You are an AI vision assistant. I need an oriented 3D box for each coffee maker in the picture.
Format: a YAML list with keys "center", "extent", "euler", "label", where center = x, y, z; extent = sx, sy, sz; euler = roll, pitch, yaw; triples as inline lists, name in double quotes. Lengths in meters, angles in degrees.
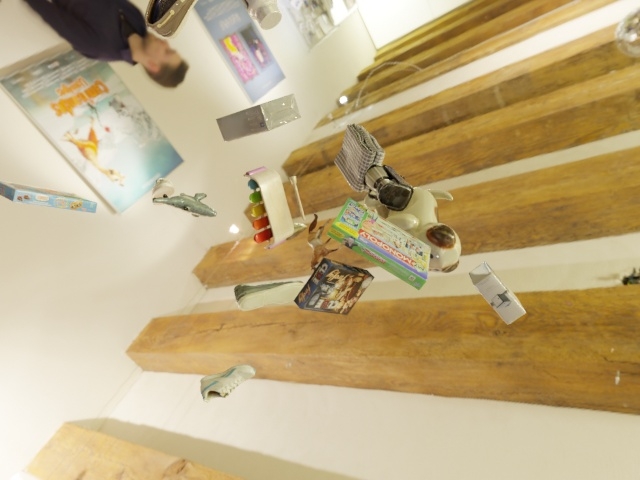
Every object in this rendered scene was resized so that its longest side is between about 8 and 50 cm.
- center: [0.256, -0.192, 1.453]
  extent: [0.171, 0.120, 0.178]
  euler: [-9, -146, -12]
  label: "coffee maker"

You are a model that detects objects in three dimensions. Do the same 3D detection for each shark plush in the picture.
- center: [-0.353, -0.099, 1.079]
  extent: [0.073, 0.161, 0.067]
  euler: [-55, -135, 10]
  label: "shark plush"

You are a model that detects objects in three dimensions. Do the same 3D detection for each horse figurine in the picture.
- center: [0.000, 0.000, 1.839]
  extent: [0.174, 0.066, 0.263]
  euler: [-41, -133, 19]
  label: "horse figurine"

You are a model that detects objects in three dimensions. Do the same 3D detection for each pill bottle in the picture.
- center: [-0.203, -0.793, 1.345]
  extent: [0.107, 0.180, 0.108]
  euler: [-28, 177, -2]
  label: "pill bottle"

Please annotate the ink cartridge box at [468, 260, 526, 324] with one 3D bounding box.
- center: [0.632, 0.186, 1.480]
  extent: [0.082, 0.191, 0.139]
  euler: [-42, -177, 19]
  label: "ink cartridge box"

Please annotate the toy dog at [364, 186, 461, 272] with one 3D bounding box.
- center: [0.418, -0.026, 1.716]
  extent: [0.395, 0.285, 0.408]
  euler: [-17, -139, -7]
  label: "toy dog"

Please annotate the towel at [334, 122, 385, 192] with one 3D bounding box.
- center: [0.179, -0.398, 1.970]
  extent: [0.121, 0.235, 0.284]
  euler: [-7, -134, -21]
  label: "towel"

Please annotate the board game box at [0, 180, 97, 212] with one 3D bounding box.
- center: [-0.787, -0.124, 1.180]
  extent: [0.160, 0.211, 0.039]
  euler: [17, -84, 33]
  label: "board game box"

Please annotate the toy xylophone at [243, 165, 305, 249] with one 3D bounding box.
- center: [-0.175, -0.133, 1.614]
  extent: [0.081, 0.323, 0.236]
  euler: [0, -167, 40]
  label: "toy xylophone"

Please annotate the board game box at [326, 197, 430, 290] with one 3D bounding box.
- center: [0.190, 0.002, 1.272]
  extent: [0.046, 0.317, 0.213]
  euler: [-59, 180, 31]
  label: "board game box"

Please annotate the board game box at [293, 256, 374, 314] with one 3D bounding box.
- center: [0.049, 0.149, 1.274]
  extent: [0.042, 0.243, 0.165]
  euler: [45, -73, 37]
  label: "board game box"

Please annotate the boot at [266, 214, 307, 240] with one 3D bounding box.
- center: [-0.161, -0.089, 1.994]
  extent: [0.077, 0.165, 0.213]
  euler: [-47, 172, 24]
  label: "boot"

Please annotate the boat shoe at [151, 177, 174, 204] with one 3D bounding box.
- center: [-0.507, -0.165, 1.313]
  extent: [0.066, 0.063, 0.184]
  euler: [-10, 173, -24]
  label: "boat shoe"

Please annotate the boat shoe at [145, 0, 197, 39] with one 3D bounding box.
- center: [-0.436, -0.788, 1.265]
  extent: [0.324, 0.116, 0.096]
  euler: [-55, 176, 15]
  label: "boat shoe"

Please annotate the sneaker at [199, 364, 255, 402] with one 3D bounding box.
- center: [-0.365, 0.570, 1.638]
  extent: [0.228, 0.087, 0.092]
  euler: [-21, -137, -2]
  label: "sneaker"

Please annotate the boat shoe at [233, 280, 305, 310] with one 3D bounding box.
- center: [-0.202, 0.199, 1.673]
  extent: [0.319, 0.116, 0.099]
  euler: [-9, -136, -36]
  label: "boat shoe"

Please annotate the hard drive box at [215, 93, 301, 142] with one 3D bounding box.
- center: [-0.217, -0.427, 1.440]
  extent: [0.232, 0.089, 0.181]
  euler: [-3, -155, 39]
  label: "hard drive box"
